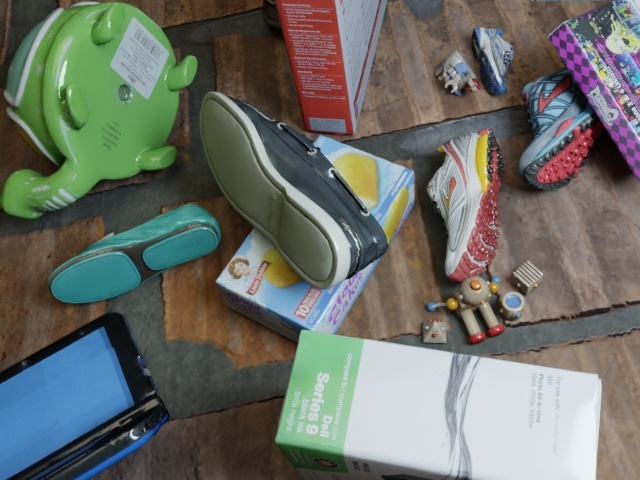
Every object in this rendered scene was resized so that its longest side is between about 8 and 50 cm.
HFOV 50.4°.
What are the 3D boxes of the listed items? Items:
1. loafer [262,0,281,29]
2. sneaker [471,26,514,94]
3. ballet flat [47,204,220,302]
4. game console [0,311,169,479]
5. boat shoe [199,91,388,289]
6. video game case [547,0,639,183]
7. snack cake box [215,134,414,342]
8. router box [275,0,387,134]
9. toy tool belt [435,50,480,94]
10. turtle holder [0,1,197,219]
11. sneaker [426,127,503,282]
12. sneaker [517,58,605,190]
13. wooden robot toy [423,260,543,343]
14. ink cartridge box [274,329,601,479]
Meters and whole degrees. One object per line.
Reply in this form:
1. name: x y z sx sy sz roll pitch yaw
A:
1. loafer: -0.038 -0.524 1.201 0.133 0.130 0.366 1 60 10
2. sneaker: 0.278 -0.285 1.059 0.058 0.052 0.135 -7 60 0
3. ballet flat: -0.260 0.016 0.965 0.247 0.083 0.087 -21 35 -3
4. game console: -0.350 0.220 0.804 0.293 0.250 0.173 -31 87 -9
5. boat shoe: -0.037 -0.080 0.856 0.113 0.127 0.340 -15 44 -34
6. video game case: 0.443 -0.219 0.915 0.210 0.042 0.232 -29 85 -26
7. snack cake box: 0.000 0.000 0.915 0.152 0.089 0.264 24 66 20
8. router box: 0.031 -0.382 1.009 0.082 0.301 0.336 7 61 13
9. toy tool belt: 0.211 -0.250 1.056 0.051 0.052 0.083 -35 52 25
10. turtle holder: -0.351 -0.194 1.028 0.227 0.243 0.320 10 102 31
11. sneaker: 0.192 -0.045 0.926 0.092 0.088 0.225 -5 57 30
12. sneaker: 0.335 -0.173 0.969 0.125 0.104 0.262 26 58 32
13. wooden robot toy: 0.203 0.075 0.845 0.173 0.079 0.076 -22 59 -3
14. ink cartridge box: 0.120 0.203 0.706 0.289 0.211 0.122 7 61 13
